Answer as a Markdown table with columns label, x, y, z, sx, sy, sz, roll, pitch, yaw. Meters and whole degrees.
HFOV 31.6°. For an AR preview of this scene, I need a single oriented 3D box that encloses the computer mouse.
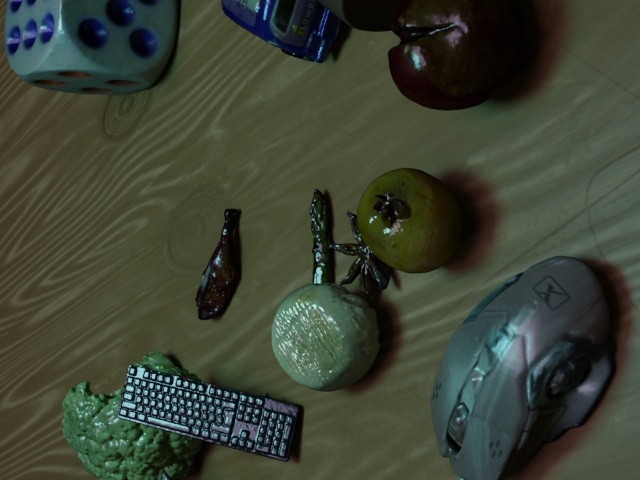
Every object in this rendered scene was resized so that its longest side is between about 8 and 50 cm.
| label | x | y | z | sx | sy | sz | roll | pitch | yaw |
| --- | --- | --- | --- | --- | --- | --- | --- | --- | --- |
| computer mouse | 0.222 | 0.180 | 1.427 | 0.199 | 0.115 | 0.389 | 54 | 126 | 42 |

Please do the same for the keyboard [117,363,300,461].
| label | x | y | z | sx | sy | sz | roll | pitch | yaw |
| --- | --- | --- | --- | --- | --- | --- | --- | --- | --- |
| keyboard | -0.185 | 0.277 | 1.851 | 0.309 | 0.018 | 0.101 | 12 | 84 | 18 |

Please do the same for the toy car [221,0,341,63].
| label | x | y | z | sx | sy | sz | roll | pitch | yaw |
| --- | --- | --- | --- | --- | --- | --- | --- | --- | --- |
| toy car | -0.072 | -0.395 | 1.794 | 0.235 | 0.158 | 0.172 | 36 | 114 | 46 |

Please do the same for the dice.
| label | x | y | z | sx | sy | sz | roll | pitch | yaw |
| --- | --- | --- | --- | --- | --- | --- | --- | --- | --- |
| dice | -0.442 | -0.417 | 2.176 | 0.259 | 0.251 | 0.243 | 2 | 88 | 51 |

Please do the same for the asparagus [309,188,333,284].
| label | x | y | z | sx | sy | sz | roll | pitch | yaw |
| --- | --- | --- | --- | --- | --- | --- | --- | --- | --- |
| asparagus | 0.000 | 0.000 | 1.776 | 0.036 | 0.030 | 0.165 | -18 | 74 | 60 |

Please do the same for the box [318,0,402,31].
| label | x | y | z | sx | sy | sz | roll | pitch | yaw |
| --- | --- | --- | --- | --- | --- | --- | --- | --- | --- |
| box | 0.085 | -0.440 | 1.524 | 0.301 | 0.301 | 0.216 | -51 | 57 | 35 |

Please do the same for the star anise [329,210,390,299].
| label | x | y | z | sx | sy | sz | roll | pitch | yaw |
| --- | --- | --- | --- | --- | --- | --- | --- | --- | --- |
| star anise | 0.073 | 0.020 | 1.674 | 0.141 | 0.042 | 0.141 | -2 | 88 | 50 |

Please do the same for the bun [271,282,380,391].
| label | x | y | z | sx | sy | sz | roll | pitch | yaw |
| --- | --- | --- | --- | --- | --- | --- | --- | --- | --- |
| bun | 0.013 | 0.139 | 1.690 | 0.164 | 0.111 | 0.188 | 53 | 134 | 17 |

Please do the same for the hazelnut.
| label | x | y | z | sx | sy | sz | roll | pitch | yaw |
| --- | --- | --- | --- | --- | --- | --- | --- | --- | --- |
| hazelnut | 0.181 | -0.269 | 1.485 | 0.178 | 0.178 | 0.204 | 5 | 86 | 51 |

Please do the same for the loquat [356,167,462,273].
| label | x | y | z | sx | sy | sz | roll | pitch | yaw |
| --- | --- | --- | --- | --- | --- | --- | --- | --- | --- |
| loquat | 0.122 | -0.027 | 1.541 | 0.137 | 0.163 | 0.163 | -33 | 58 | 9 |

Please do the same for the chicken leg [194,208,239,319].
| label | x | y | z | sx | sy | sz | roll | pitch | yaw |
| --- | --- | --- | --- | --- | --- | --- | --- | --- | --- |
| chicken leg | -0.179 | 0.048 | 1.981 | 0.205 | 0.053 | 0.093 | -62 | 31 | 22 |

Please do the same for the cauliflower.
| label | x | y | z | sx | sy | sz | roll | pitch | yaw |
| --- | --- | --- | --- | --- | --- | --- | --- | --- | --- |
| cauliflower | -0.326 | 0.316 | 2.045 | 0.250 | 0.275 | 0.272 | -75 | -10 | -47 |

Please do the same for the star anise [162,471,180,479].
| label | x | y | z | sx | sy | sz | roll | pitch | yaw |
| --- | --- | --- | --- | --- | --- | --- | --- | --- | --- |
| star anise | -0.230 | 0.541 | 1.937 | 0.218 | 0.148 | 0.227 | 70 | 177 | -46 |
